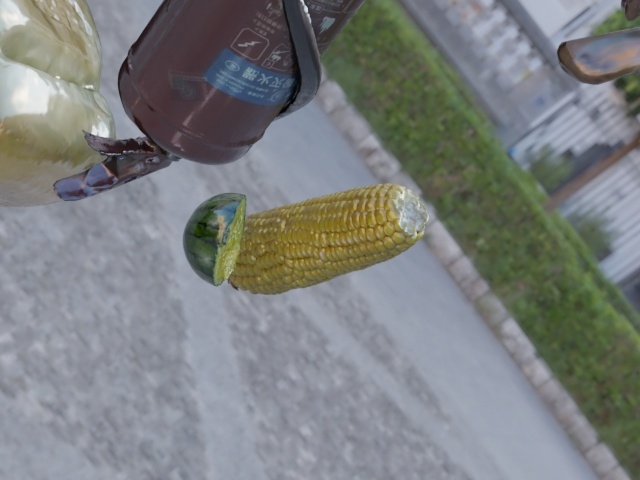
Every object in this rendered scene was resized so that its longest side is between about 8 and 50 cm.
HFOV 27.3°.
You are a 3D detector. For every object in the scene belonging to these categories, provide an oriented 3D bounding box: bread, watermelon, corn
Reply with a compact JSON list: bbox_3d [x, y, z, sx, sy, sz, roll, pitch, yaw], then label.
[{"bbox_3d":[-0.374,-0.192,1.251,0.376,0.252,0.348,18,52,-84],"label":"bread"},{"bbox_3d":[-0.117,-0.005,1.443,0.062,0.106,0.105,14,10,7],"label":"watermelon"},{"bbox_3d":[0.000,0.000,1.558,0.106,0.305,0.106,14,71,-44],"label":"corn"}]

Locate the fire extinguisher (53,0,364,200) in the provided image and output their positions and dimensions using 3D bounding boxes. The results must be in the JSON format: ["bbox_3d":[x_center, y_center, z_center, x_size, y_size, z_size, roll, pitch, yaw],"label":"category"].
[{"bbox_3d":[-0.037,-0.138,0.737,0.141,0.341,0.105,-2,52,-46],"label":"fire extinguisher"}]

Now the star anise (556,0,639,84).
[{"bbox_3d":[0.265,-0.189,0.582,0.109,0.292,0.349,48,53,4],"label":"star anise"}]
